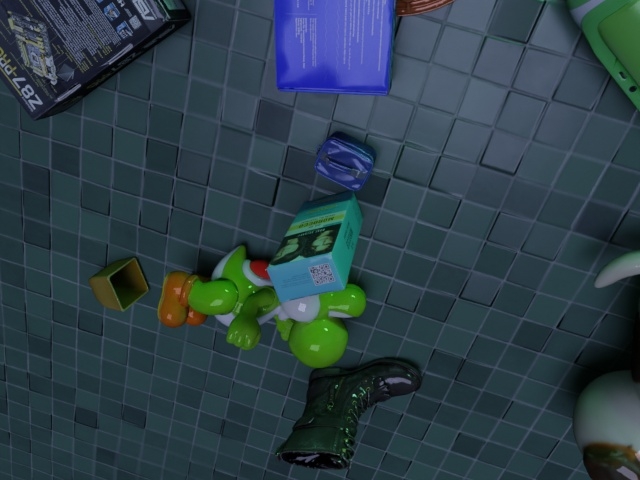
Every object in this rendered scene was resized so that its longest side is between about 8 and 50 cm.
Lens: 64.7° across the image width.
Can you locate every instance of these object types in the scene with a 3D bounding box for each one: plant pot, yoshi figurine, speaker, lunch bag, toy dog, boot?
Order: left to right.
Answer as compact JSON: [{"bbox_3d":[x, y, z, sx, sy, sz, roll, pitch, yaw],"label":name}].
[{"bbox_3d":[-0.417,0.089,1.024,0.083,0.081,0.081,-3,116,26],"label":"plant pot"},{"bbox_3d":[-0.098,0.149,0.936,0.363,0.203,0.202,2,132,8],"label":"yoshi figurine"},{"bbox_3d":[0.038,-0.131,0.827,0.099,0.065,0.067,25,118,-2],"label":"lunch bag"},{"bbox_3d":[0.062,0.338,0.961,0.263,0.229,0.091,-11,113,17],"label":"boot"},{"bbox_3d":[0.451,-0.246,0.654,0.296,0.131,0.131,45,116,-11],"label":"speaker"},{"bbox_3d":[0.571,0.238,0.785,0.396,0.284,0.407,22,120,1],"label":"toy dog"}]

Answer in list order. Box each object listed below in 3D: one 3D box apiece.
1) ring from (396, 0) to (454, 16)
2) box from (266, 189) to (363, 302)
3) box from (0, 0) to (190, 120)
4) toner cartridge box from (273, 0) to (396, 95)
[{"bbox_3d":[0.109,-0.476,0.663,0.337,0.032,0.336,4,117,9],"label":"ring"},{"bbox_3d":[0.000,0.000,0.798,0.101,0.244,0.060,-14,113,17],"label":"box"},{"bbox_3d":[-0.437,-0.430,0.762,0.319,0.097,0.394,-26,108,20],"label":"box"},{"bbox_3d":[0.023,-0.378,0.670,0.165,0.075,0.347,5,117,8],"label":"toner cartridge box"}]
